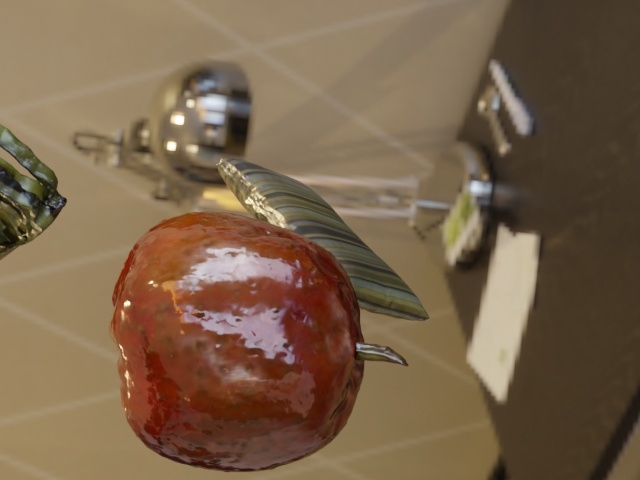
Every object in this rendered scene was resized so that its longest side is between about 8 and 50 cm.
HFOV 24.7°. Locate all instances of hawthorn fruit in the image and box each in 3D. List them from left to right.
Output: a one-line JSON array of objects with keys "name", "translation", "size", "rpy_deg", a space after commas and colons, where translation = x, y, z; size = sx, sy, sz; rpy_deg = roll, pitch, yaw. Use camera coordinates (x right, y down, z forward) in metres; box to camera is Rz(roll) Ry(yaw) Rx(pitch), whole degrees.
[{"name": "hawthorn fruit", "translation": [-0.040, 0.069, 0.992], "size": [0.179, 0.200, 0.179], "rpy_deg": [2, -90, -75]}]

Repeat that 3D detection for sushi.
[{"name": "sushi", "translation": [-0.351, 0.006, 1.249], "size": [0.291, 0.139, 0.131], "rpy_deg": [-34, 18, 35]}]

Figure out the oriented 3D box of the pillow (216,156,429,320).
[{"name": "pillow", "translation": [0.000, 0.000, 1.225], "size": [0.038, 0.113, 0.203], "rpy_deg": [-57, 47, 16]}]
